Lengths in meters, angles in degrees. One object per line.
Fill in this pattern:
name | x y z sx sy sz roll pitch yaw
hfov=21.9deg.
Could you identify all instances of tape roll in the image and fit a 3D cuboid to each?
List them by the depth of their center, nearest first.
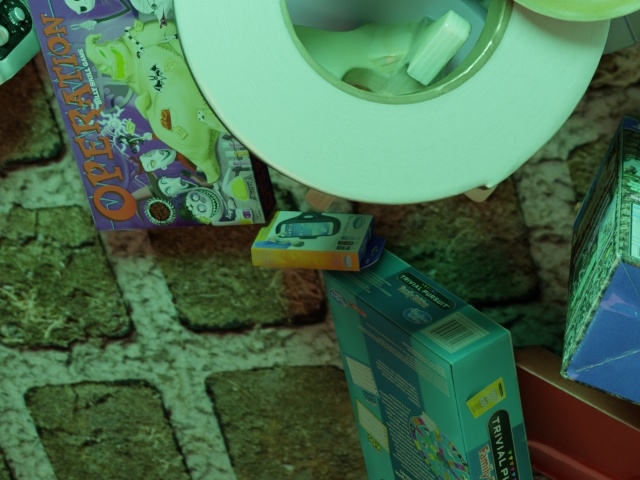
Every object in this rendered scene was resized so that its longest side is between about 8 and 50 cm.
tape roll | 0.062 -0.222 1.455 0.392 0.072 0.392 0 94 -7

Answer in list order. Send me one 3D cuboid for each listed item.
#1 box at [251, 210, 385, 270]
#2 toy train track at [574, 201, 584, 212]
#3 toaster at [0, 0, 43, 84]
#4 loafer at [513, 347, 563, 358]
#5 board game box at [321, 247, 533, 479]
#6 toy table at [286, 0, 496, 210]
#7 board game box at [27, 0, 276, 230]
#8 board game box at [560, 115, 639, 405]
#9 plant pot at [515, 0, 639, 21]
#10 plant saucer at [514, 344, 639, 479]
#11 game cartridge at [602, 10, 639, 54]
box | 0.000 0.000 1.802 0.136 0.081 0.028 1 122 15
toy train track | 0.306 -0.022 1.742 0.083 0.014 0.048 25 120 -6
toaster | -0.414 -0.227 1.755 0.185 0.110 0.168 -23 112 28
loafer | 0.291 0.143 1.836 0.170 0.062 0.061 16 87 13
board game box | 0.126 0.200 1.807 0.079 0.254 0.336 -26 123 -21
toy table | 0.071 -0.156 1.633 0.274 0.161 0.252 25 126 -2
board game box | -0.184 -0.170 1.767 0.208 0.056 0.347 -1 122 21
board game box | 0.367 0.037 1.584 0.232 0.291 0.141 21 121 0
plant pot | 0.222 -0.305 1.415 0.236 0.032 0.236 -1 95 -8
plant saucer | 0.281 0.205 1.817 0.259 0.048 0.258 29 157 -3
game cartridge | 0.236 -0.342 1.527 0.230 0.068 0.355 -18 116 21
